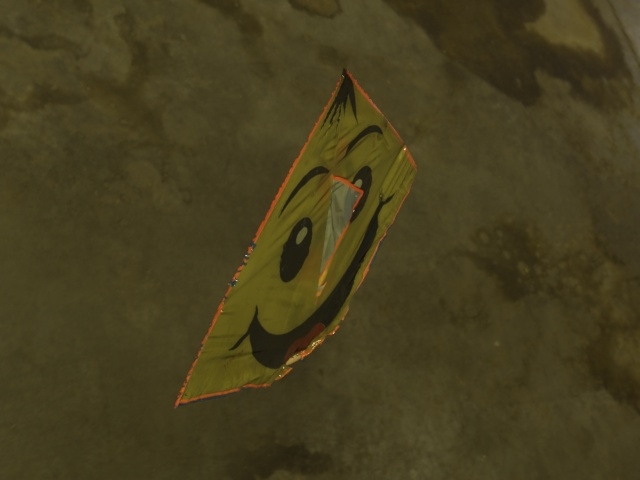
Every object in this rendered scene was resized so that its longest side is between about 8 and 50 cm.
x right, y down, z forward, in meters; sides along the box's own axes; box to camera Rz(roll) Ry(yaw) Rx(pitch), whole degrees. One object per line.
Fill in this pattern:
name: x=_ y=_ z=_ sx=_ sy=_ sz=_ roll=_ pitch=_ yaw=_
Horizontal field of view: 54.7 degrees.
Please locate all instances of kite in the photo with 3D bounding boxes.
kite: x=0.002 y=0.001 z=0.548 sx=0.013 sy=0.327 sz=0.377 roll=29 pitch=44 yaw=22

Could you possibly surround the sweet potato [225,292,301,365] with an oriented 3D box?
sweet potato: x=-0.103 y=0.125 z=0.991 sx=0.131 sy=0.337 sz=0.131 roll=0 pitch=89 yaw=-13
